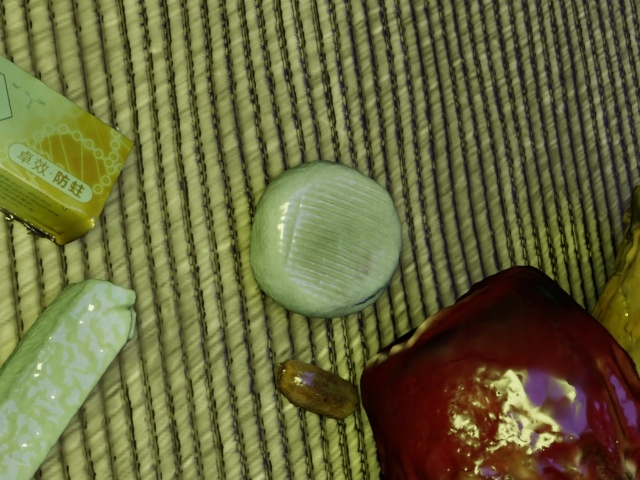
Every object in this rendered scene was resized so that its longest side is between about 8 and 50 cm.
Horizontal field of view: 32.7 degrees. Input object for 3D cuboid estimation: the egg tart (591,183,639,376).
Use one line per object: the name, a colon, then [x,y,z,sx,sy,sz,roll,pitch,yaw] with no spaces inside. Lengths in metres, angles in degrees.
egg tart: [0.374,0.156,1.048,0.178,0.443,0.443,-27,99,9]

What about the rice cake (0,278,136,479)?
rice cake: [-0.211,0.115,0.798,0.063,0.069,0.206,44,63,-21]

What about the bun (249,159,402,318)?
bun: [0.000,0.000,0.949,0.141,0.083,0.140,1,88,-27]

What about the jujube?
jujube: [0.170,0.211,0.917,0.258,0.258,0.376,-16,93,-34]

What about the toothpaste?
toothpaste: [-0.291,-0.113,0.787,0.313,0.071,0.089,34,61,-23]

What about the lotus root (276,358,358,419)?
lotus root: [-0.001,0.132,0.953,0.083,0.030,0.037,28,68,-26]
